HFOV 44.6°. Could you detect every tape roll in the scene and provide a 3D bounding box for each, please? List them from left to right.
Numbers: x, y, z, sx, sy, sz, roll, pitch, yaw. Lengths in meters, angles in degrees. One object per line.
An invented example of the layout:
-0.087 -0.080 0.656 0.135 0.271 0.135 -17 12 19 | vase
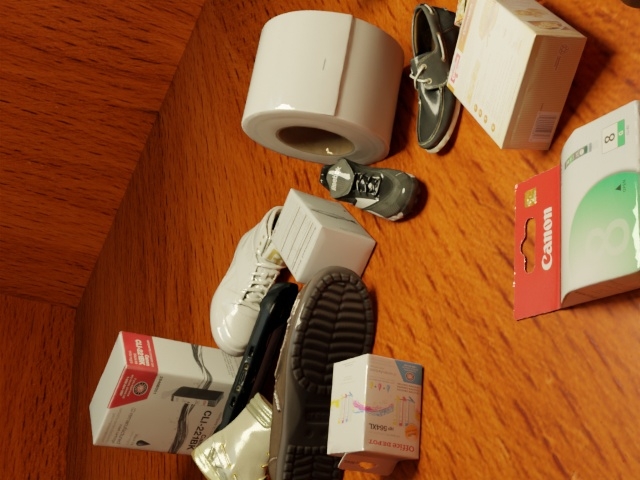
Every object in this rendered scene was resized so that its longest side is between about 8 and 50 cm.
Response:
0.006 -0.240 1.279 0.246 0.246 0.169 -12 65 62 | tape roll

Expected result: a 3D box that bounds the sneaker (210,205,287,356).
-0.120 0.066 1.490 0.169 0.108 0.293 -44 29 49 | sneaker

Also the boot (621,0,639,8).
0.396 -0.380 0.746 0.283 0.109 0.220 141 143 -62 | boot

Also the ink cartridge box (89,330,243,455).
-0.286 0.307 1.526 0.197 0.272 0.114 -64 30 21 | ink cartridge box

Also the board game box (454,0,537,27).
0.266 -0.386 1.061 0.193 0.045 0.147 -12 65 62 | board game box

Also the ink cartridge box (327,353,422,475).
0.073 0.234 1.036 0.090 0.092 0.143 -30 50 55 | ink cartridge box

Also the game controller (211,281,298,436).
-0.114 0.227 1.405 0.166 0.067 0.319 -72 2 -81 | game controller

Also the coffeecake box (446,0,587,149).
0.232 -0.217 0.960 0.185 0.068 0.142 -112 26 -52 | coffeecake box

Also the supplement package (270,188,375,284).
0.000 0.000 1.310 0.105 0.105 0.179 -66 26 16 | supplement package

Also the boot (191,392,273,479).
-0.089 0.376 1.284 0.165 0.213 0.077 -42 -20 -7 | boot

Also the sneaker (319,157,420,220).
0.065 -0.084 1.224 0.234 0.106 0.078 22 96 65 | sneaker

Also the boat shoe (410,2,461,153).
0.161 -0.241 1.156 0.084 0.079 0.233 -20 59 58 | boat shoe

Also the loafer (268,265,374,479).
-0.023 0.216 1.193 0.130 0.133 0.366 2 77 64 | loafer

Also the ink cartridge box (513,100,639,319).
0.268 -0.023 0.834 0.224 0.056 0.181 -26 52 56 | ink cartridge box
